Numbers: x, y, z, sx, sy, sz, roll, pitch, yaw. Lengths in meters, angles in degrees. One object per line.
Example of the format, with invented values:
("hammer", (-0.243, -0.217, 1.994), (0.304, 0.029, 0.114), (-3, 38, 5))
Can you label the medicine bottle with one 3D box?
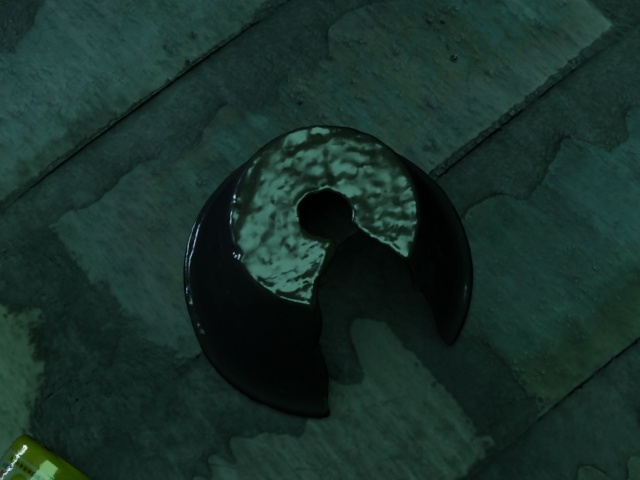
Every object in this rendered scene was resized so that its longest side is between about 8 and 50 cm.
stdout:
("medicine bottle", (-0.366, 0.345, 1.438), (0.122, 0.122, 0.212), (32, 75, 11))

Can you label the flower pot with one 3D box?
("flower pot", (0.000, 0.000, 1.483), (0.379, 0.251, 0.379), (-1, 72, 3))
